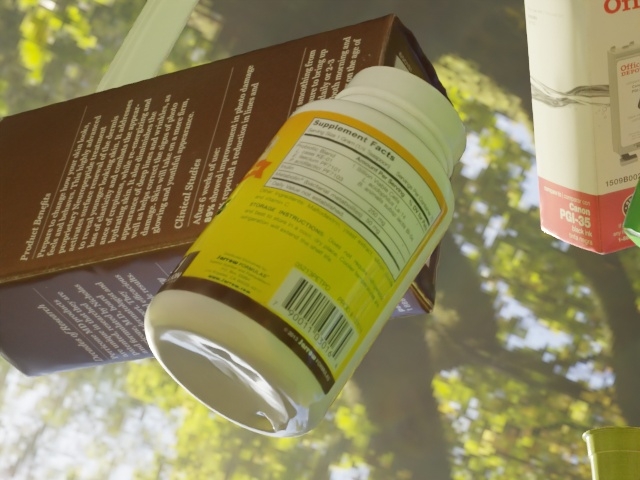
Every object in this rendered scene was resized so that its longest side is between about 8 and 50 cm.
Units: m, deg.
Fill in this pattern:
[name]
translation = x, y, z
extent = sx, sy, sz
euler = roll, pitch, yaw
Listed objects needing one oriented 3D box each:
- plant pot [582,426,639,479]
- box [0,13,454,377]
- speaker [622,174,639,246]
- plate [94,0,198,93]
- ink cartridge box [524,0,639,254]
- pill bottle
[plant pot]
translation = 0.265, 0.208, 1.294
extent = 0.083, 0.083, 0.079
euler = -20, -124, 51
[box]
translation = -0.094, -0.024, 1.170
extent = 0.381, 0.143, 0.191
euler = -9, -131, 27
[speaker]
translation = 0.255, -0.095, 0.622
extent = 0.296, 0.131, 0.131
euler = -55, -148, 3
[plate]
translation = -0.199, -0.138, 1.482
extent = 0.278, 0.045, 0.277
euler = -48, -164, 55
[ink cartridge box]
translation = 0.330, -0.152, 1.551
extent = 0.117, 0.207, 0.283
euler = -148, -132, -61
[pill bottle]
translation = 0.000, 0.000, 0.879
extent = 0.117, 0.117, 0.215
euler = -12, -143, 54
